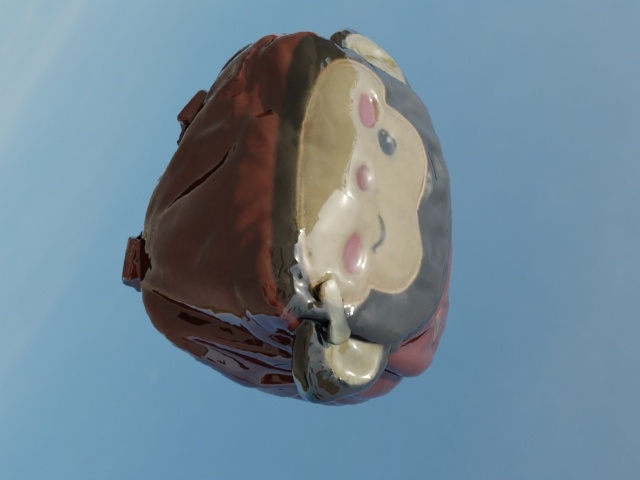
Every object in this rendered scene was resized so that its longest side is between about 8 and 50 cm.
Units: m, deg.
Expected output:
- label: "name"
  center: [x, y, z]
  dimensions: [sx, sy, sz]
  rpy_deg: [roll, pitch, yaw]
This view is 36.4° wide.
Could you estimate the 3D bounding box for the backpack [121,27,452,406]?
- label: "backpack"
  center: [0.002, 0.000, 0.579]
  dimensions: [0.138, 0.229, 0.229]
  rpy_deg: [-8, -127, 35]
